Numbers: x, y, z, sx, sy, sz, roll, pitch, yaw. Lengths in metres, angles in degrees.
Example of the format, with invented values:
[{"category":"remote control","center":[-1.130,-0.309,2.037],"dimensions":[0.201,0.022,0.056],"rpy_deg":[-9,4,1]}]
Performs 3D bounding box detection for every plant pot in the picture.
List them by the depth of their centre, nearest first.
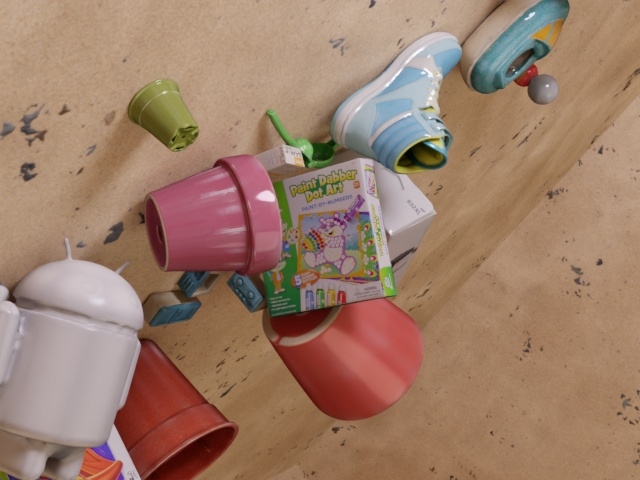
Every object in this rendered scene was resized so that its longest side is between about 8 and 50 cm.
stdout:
[{"category":"plant pot","center":[-0.211,-0.167,1.130],"dimensions":[0.083,0.079,0.083],"rpy_deg":[-35,159,-15]},{"category":"plant pot","center":[-0.183,-0.030,1.325],"dimensions":[0.180,0.201,0.201],"rpy_deg":[-12,148,-23]},{"category":"plant pot","center":[0.029,0.186,1.611],"dimensions":[0.275,0.275,0.243],"rpy_deg":[-42,129,1]},{"category":"plant pot","center":[-0.357,0.366,1.683],"dimensions":[0.272,0.265,0.272],"rpy_deg":[-35,159,-15]}]

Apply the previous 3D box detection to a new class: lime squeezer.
[{"category":"lime squeezer","center":[-0.009,-0.180,1.488],"dimensions":[0.310,0.059,0.110],"rpy_deg":[-8,142,-54]}]

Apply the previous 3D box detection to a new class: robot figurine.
[{"category":"robot figurine","center":[-0.392,0.181,1.238],"dimensions":[0.300,0.200,0.353],"rpy_deg":[34,69,-59]}]

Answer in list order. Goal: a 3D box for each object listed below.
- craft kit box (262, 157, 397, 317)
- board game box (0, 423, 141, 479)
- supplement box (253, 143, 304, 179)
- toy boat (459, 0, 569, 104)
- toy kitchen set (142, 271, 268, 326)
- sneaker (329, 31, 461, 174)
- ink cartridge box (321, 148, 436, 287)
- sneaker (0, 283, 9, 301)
[{"category":"craft kit box","center":[0.000,0.000,1.465],"dimensions":[0.250,0.246,0.061],"rpy_deg":[-14,171,31]},{"category":"board game box","center":[-0.455,0.349,1.351],"dimensions":[0.078,0.347,0.233],"rpy_deg":[-40,163,32]},{"category":"supplement box","center":[-0.087,-0.132,1.421],"dimensions":[0.099,0.036,0.062],"rpy_deg":[-18,170,26]},{"category":"toy boat","center":[0.428,-0.388,1.704],"dimensions":[0.267,0.148,0.318],"rpy_deg":[-44,159,8]},{"category":"toy kitchen set","center":[-0.217,0.123,1.578],"dimensions":[0.207,0.166,0.122],"rpy_deg":[-50,158,23]},{"category":"sneaker","center":[0.195,-0.238,1.486],"dimensions":[0.319,0.208,0.127],"rpy_deg":[-43,152,-16]},{"category":"ink cartridge box","center":[0.089,-0.026,1.730],"dimensions":[0.129,0.223,0.307],"rpy_deg":[-27,155,-29]},{"category":"sneaker","center":[-0.519,0.151,1.155],"dimensions":[0.237,0.086,0.085],"rpy_deg":[-56,176,-45]}]
